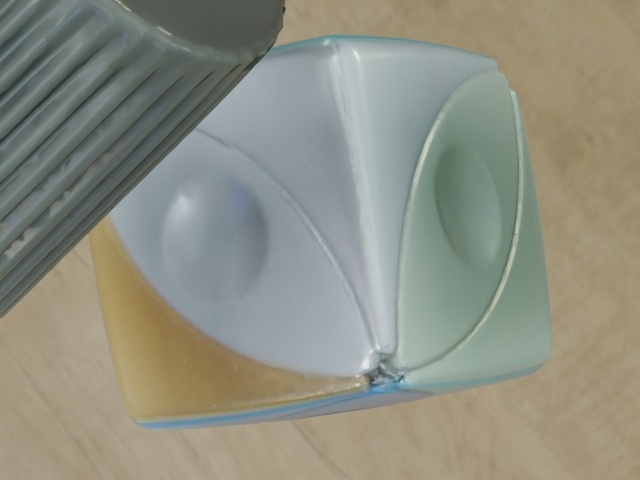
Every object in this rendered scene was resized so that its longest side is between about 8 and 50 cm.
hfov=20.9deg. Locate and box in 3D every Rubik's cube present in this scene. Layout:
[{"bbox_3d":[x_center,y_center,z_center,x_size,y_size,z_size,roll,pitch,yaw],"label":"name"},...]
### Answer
[{"bbox_3d":[0.000,0.000,1.742,0.352,0.352,0.347,-13,82,36],"label":"Rubik's cube"}]

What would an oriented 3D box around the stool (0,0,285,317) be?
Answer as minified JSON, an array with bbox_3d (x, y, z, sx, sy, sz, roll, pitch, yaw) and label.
[{"bbox_3d":[-0.219,-0.136,1.183,0.330,0.297,0.297,-37,65,32],"label":"stool"}]
